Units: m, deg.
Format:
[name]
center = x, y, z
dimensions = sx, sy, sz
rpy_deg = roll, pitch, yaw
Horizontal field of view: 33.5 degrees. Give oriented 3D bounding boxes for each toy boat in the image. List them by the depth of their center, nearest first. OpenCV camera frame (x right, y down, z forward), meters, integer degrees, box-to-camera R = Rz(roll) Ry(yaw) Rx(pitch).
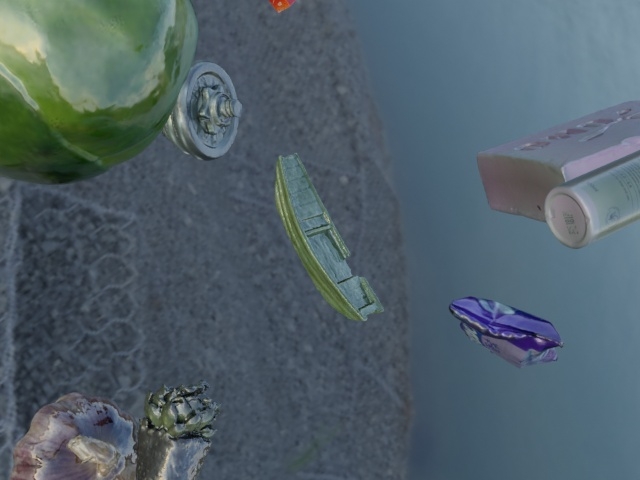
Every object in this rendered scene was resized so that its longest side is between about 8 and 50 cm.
[toy boat]
center = 0.000, 0.000, 1.682
dimensions = 0.093, 0.055, 0.293
rpy_deg = -19, 78, -54

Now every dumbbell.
[dumbbell]
center = -0.320, -0.223, 1.900
dimensions = 0.179, 0.406, 0.179
rpy_deg = 4, 86, -62

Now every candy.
[candy]
center = 0.243, 0.121, 1.384
dimensions = 0.070, 0.145, 0.275
rpy_deg = -67, 166, -4

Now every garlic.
[garlic]
center = -0.397, 0.375, 1.804
dimensions = 0.245, 0.161, 0.244
rpy_deg = 6, 82, -47

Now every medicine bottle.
[medicine bottle]
center = 0.283, -0.051, 0.917
dimensions = 0.199, 0.057, 0.057
rpy_deg = -21, 83, -27

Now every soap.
[soap]
center = 0.423, -0.118, 1.573
dimensions = 0.296, 0.285, 0.107
rpy_deg = -21, 104, -14

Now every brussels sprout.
[brussels sprout]
center = -0.308, -0.204, 1.116
dimensions = 0.289, 0.355, 0.281
rpy_deg = 30, 70, -83

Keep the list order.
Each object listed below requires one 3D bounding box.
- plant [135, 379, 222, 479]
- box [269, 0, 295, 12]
[plant]
center = -0.174, 0.238, 1.292
dimensions = 0.094, 0.092, 0.143
rpy_deg = 13, 87, -47
[box]
center = -0.095, -0.556, 2.176
dimensions = 0.152, 0.048, 0.100
rpy_deg = 51, 51, -15
